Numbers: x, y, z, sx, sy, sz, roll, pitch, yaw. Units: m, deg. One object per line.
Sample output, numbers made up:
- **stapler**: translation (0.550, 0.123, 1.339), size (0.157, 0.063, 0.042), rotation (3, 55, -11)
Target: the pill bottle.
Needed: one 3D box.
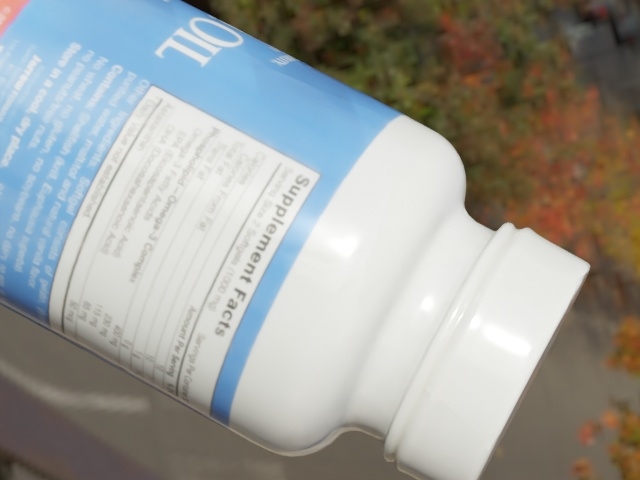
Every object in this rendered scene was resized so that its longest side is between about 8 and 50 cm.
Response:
- **pill bottle**: translation (-0.027, -0.003, 0.668), size (0.124, 0.221, 0.124), rotation (-60, 172, -14)
